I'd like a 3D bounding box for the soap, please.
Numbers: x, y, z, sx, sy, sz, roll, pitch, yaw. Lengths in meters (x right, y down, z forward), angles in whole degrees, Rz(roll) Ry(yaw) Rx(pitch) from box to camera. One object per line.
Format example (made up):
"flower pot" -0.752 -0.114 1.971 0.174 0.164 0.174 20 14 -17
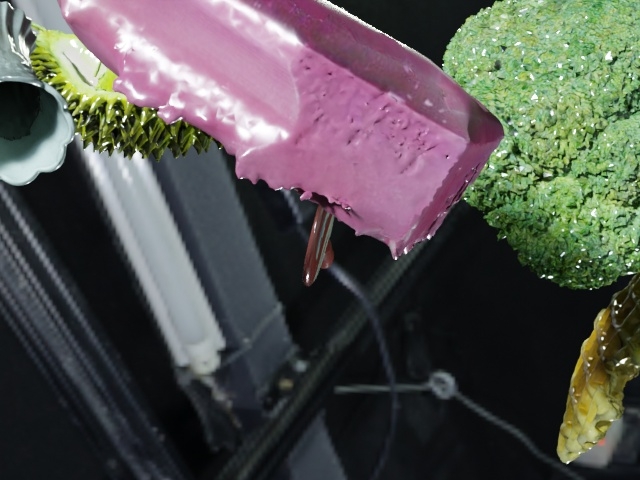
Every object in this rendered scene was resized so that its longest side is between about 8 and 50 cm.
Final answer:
"soap" -0.037 -0.123 0.907 0.127 0.324 0.220 -60 -13 9

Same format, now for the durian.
"durian" -0.199 -0.187 1.497 0.157 0.355 0.170 40 -128 -67

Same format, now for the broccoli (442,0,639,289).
"broccoli" 0.289 -0.137 1.409 0.321 0.310 0.413 32 -123 -18

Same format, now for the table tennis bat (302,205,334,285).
"table tennis bat" 0.000 0.000 1.186 0.155 0.019 0.098 78 -154 -76

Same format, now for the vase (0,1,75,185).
"vase" -0.218 -0.109 0.867 0.081 0.081 0.149 58 -177 -39

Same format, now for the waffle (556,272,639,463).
"waffle" 0.361 0.148 1.573 0.250 0.056 0.261 115 179 -59
